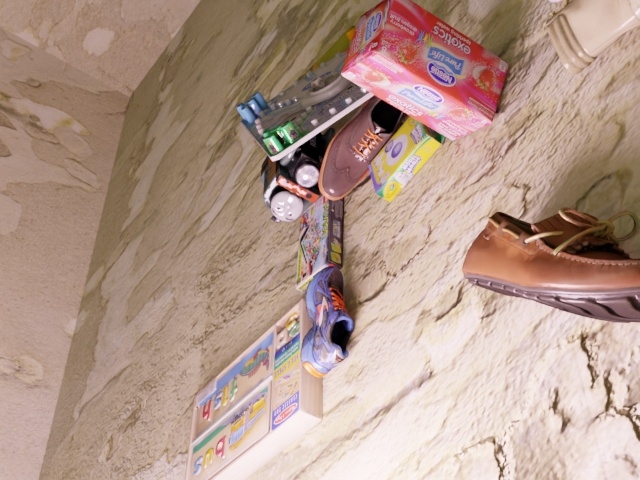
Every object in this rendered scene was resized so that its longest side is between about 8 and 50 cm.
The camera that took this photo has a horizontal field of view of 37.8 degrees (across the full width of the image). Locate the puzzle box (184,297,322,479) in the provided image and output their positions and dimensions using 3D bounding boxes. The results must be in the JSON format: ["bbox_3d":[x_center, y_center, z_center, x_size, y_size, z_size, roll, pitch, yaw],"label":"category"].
[{"bbox_3d":[-0.136,0.327,1.843,0.409,0.052,0.272,-44,31,34],"label":"puzzle box"}]

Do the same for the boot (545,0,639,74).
[{"bbox_3d":[0.437,-0.394,1.432,0.203,0.095,0.261,-39,38,42],"label":"boot"}]

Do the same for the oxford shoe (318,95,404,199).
[{"bbox_3d":[0.085,-0.201,1.863,0.271,0.097,0.098,-59,9,-2],"label":"oxford shoe"}]

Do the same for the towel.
[{"bbox_3d":[0.006,-0.445,2.383,0.237,0.021,0.102,-39,35,40],"label":"towel"}]

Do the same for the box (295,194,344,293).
[{"bbox_3d":[0.000,0.000,1.929,0.114,0.036,0.207,-42,32,37],"label":"box"}]

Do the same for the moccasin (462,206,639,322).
[{"bbox_3d":[0.323,0.018,1.202,0.380,0.139,0.146,-165,93,-74],"label":"moccasin"}]

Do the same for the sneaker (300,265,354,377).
[{"bbox_3d":[0.025,0.143,1.709,0.087,0.083,0.221,-23,49,35],"label":"sneaker"}]

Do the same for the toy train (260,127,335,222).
[{"bbox_3d":[-0.052,-0.160,2.053,0.190,0.142,0.334,-59,16,20],"label":"toy train"}]

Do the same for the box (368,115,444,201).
[{"bbox_3d":[0.166,-0.170,1.779,0.179,0.043,0.105,-48,28,24],"label":"box"}]

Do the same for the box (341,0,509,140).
[{"bbox_3d":[0.182,-0.296,1.618,0.123,0.257,0.128,-18,50,59],"label":"box"}]

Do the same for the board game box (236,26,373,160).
[{"bbox_3d":[0.011,-0.340,2.017,0.390,0.050,0.390,-34,23,-1],"label":"board game box"}]
